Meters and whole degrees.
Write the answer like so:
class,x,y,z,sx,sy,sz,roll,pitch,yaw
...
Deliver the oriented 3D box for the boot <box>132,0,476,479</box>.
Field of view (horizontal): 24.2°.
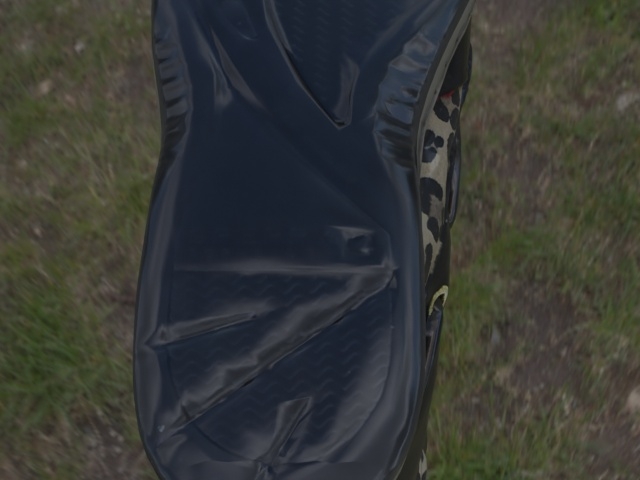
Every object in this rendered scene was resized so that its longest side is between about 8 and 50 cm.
class,x,y,z,sx,sy,sz,roll,pitch,yaw
boot,0.000,0.000,0.696,0.138,0.284,0.377,2,58,2
